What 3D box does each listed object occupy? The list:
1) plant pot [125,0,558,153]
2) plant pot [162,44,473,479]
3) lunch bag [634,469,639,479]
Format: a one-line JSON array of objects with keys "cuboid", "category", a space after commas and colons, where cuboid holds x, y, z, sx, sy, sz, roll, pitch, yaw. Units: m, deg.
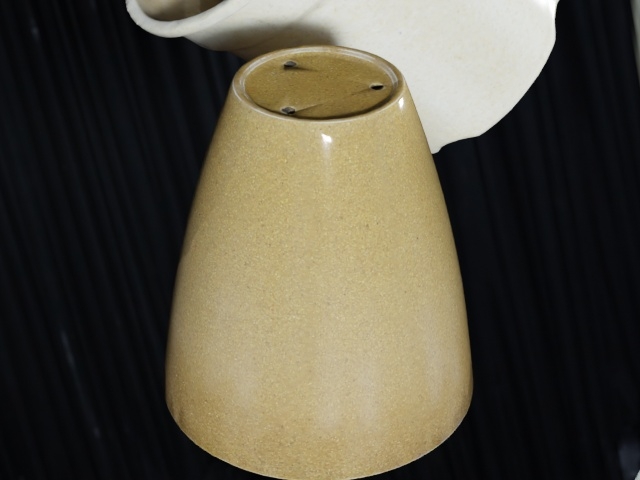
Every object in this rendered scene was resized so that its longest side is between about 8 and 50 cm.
[{"cuboid": [0.045, -0.249, 1.298, 0.334, 0.305, 0.334, -31, -139, 32], "category": "plant pot"}, {"cuboid": [0.000, 0.000, 1.018, 0.237, 0.254, 0.237, 1, -146, 0], "category": "plant pot"}, {"cuboid": [0.385, 0.301, 1.280, 0.235, 0.169, 0.287, 26, 178, 22], "category": "lunch bag"}]
